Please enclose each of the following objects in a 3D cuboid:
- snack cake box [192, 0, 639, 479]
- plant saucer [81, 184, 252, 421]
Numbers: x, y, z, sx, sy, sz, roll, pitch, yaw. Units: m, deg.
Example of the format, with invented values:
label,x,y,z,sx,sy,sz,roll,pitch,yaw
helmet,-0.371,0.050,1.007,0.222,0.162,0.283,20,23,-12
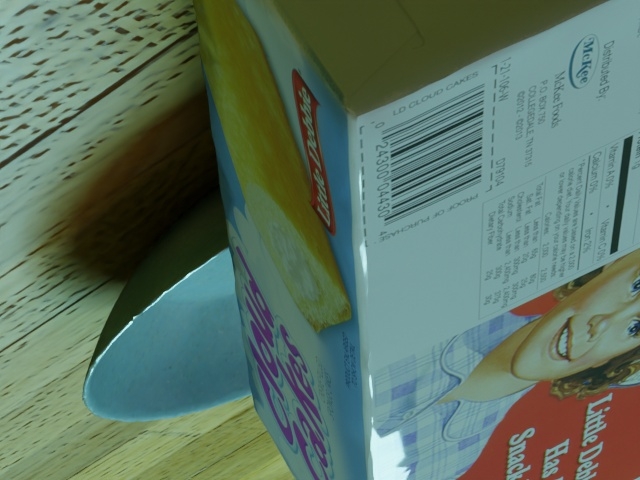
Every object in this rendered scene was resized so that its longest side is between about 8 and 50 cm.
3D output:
label,x,y,z,sx,sy,sz,roll,pitch,yaw
snack cake box,0.058,-0.014,0.514,0.152,0.089,0.264,-25,149,-13
plant saucer,0.000,0.000,0.651,0.195,0.037,0.195,-26,162,-9
